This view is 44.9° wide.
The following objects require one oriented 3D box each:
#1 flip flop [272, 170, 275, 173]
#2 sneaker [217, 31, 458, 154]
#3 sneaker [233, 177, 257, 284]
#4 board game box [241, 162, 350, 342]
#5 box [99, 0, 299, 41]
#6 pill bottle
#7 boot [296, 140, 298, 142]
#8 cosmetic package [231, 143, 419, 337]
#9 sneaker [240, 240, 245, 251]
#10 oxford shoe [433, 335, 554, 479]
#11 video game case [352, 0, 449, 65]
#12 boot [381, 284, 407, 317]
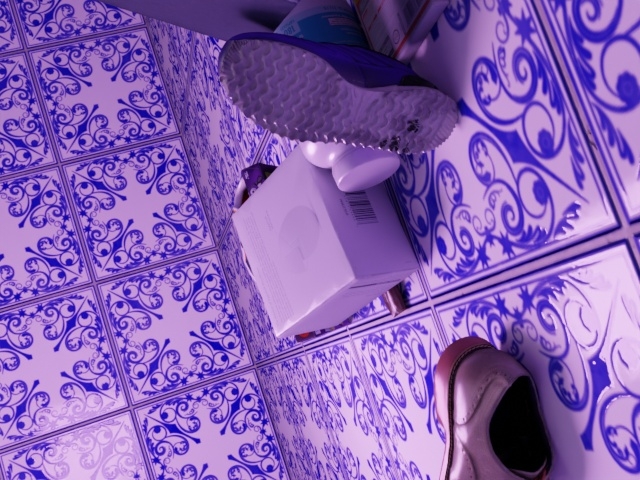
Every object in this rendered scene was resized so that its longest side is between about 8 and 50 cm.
[{"bbox_3d":[-0.005,-0.079,1.417,0.277,0.112,0.080,46,163,50],"label":"flip flop"},{"bbox_3d":[0.009,-0.186,0.914,0.102,0.293,0.146,-63,31,28],"label":"sneaker"},{"bbox_3d":[-0.143,-0.020,1.890,0.127,0.126,0.321,89,160,-60],"label":"sneaker"},{"bbox_3d":[-0.044,0.020,1.535,0.208,0.056,0.346,-5,-105,-65],"label":"board game box"},{"bbox_3d":[-0.135,-0.448,0.814,0.212,0.294,0.395,178,107,-74],"label":"box"},{"bbox_3d":[0.020,-0.204,1.085,0.146,0.146,0.264,109,141,-65],"label":"pill bottle"},{"bbox_3d":[-0.004,-0.194,1.363,0.158,0.059,0.084,55,155,27],"label":"boot"},{"bbox_3d":[0.000,0.000,1.200,0.225,0.138,0.224,-39,65,44],"label":"cosmetic package"},{"bbox_3d":[-0.044,0.062,1.684,0.300,0.121,0.111,55,144,-2],"label":"sneaker"},{"bbox_3d":[0.223,0.298,0.955,0.130,0.123,0.348,20,126,65],"label":"oxford shoe"},{"bbox_3d":[0.068,-0.369,0.971,0.204,0.025,0.285,129,123,-72],"label":"video game case"},{"bbox_3d":[0.120,0.071,1.239,0.106,0.037,0.114,9,118,71],"label":"boot"}]
